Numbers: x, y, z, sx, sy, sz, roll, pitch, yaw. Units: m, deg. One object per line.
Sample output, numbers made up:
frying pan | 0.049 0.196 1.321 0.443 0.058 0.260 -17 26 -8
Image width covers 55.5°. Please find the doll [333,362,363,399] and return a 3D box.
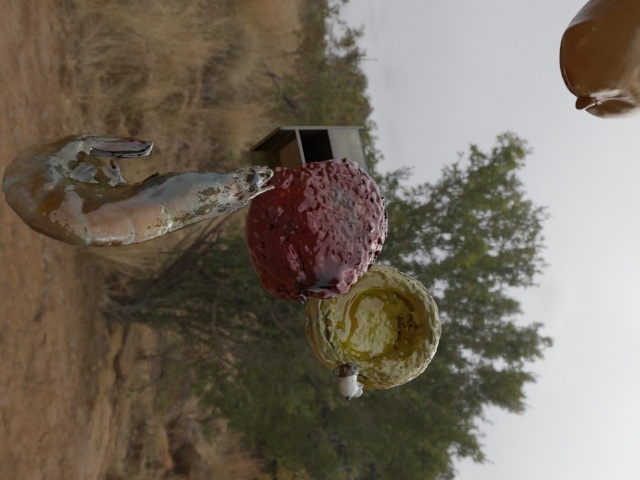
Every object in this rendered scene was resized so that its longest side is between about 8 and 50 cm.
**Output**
doll | 0.050 0.231 1.003 0.085 0.040 0.058 28 56 -70

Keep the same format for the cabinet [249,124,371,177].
cabinet | -0.006 -0.135 1.259 0.148 0.215 0.175 -20 -100 56

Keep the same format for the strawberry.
strawberry | 0.000 0.000 1.044 0.220 0.274 0.274 52 -28 43

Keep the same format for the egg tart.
egg tart | 0.105 0.180 1.272 0.118 0.288 0.288 107 -18 -64

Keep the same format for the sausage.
sausage | 0.344 -0.221 0.602 0.136 0.241 0.120 49 7 -19

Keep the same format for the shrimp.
shrimp | -0.154 -0.059 0.556 0.143 0.251 0.052 51 -52 28
